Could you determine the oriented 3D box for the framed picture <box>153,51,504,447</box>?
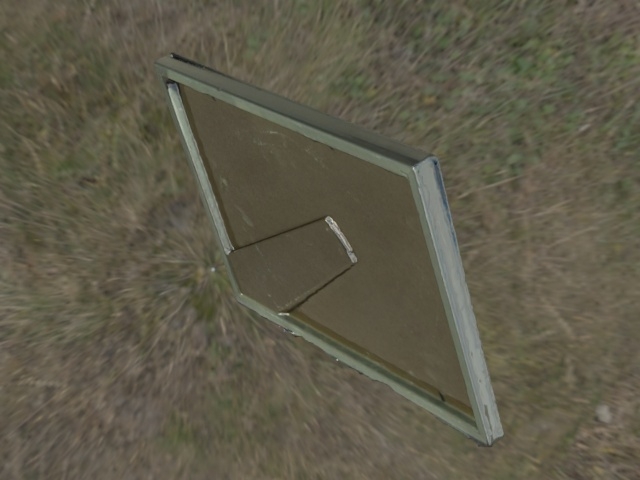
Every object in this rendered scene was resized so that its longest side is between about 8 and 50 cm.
[{"bbox_3d":[0.000,0.000,0.533,0.011,0.149,0.109,-32,125,-25],"label":"framed picture"}]
